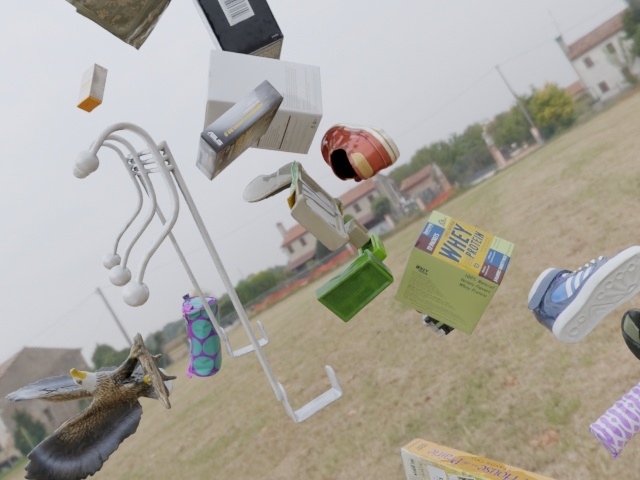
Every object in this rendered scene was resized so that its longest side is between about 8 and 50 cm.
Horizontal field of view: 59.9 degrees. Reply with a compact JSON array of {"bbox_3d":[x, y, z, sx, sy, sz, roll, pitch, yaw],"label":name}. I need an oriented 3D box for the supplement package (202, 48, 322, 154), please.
[{"bbox_3d":[-0.159,-0.363,1.479,0.293,0.177,0.175,5,-28,-14],"label":"supplement package"}]

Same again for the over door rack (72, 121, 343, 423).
[{"bbox_3d":[-0.142,0.043,0.573,0.108,0.324,0.239,-40,20,-16],"label":"over door rack"}]

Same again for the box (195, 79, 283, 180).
[{"bbox_3d":[-0.182,-0.231,1.204,0.183,0.056,0.231,-44,5,-17],"label":"box"}]

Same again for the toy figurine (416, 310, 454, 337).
[{"bbox_3d":[0.386,0.176,1.678,0.213,0.148,0.209,-40,-12,-6],"label":"toy figurine"}]

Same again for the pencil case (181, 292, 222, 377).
[{"bbox_3d":[-0.217,0.174,1.015,0.070,0.151,0.064,-20,28,-39],"label":"pencil case"}]

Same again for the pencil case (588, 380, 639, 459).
[{"bbox_3d":[0.735,0.412,1.308,0.206,0.088,0.086,-40,-13,1],"label":"pencil case"}]

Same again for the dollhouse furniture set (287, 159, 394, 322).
[{"bbox_3d":[0.000,0.000,1.234,0.151,0.301,0.197,-41,25,18],"label":"dollhouse furniture set"}]

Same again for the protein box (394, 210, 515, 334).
[{"bbox_3d":[0.303,0.075,1.281,0.136,0.200,0.201,-54,-17,-38],"label":"protein box"}]

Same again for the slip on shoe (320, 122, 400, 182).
[{"bbox_3d":[0.057,-0.183,1.200,0.101,0.123,0.331,-40,18,-8],"label":"slip on shoe"}]

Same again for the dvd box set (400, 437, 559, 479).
[{"bbox_3d":[0.330,0.529,0.941,0.062,0.307,0.420,-18,6,-35],"label":"dvd box set"}]

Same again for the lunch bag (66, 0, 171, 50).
[{"bbox_3d":[-0.404,-0.548,1.142,0.235,0.169,0.287,-54,7,6],"label":"lunch bag"}]

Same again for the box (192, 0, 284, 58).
[{"bbox_3d":[-0.251,-0.658,1.634,0.183,0.296,0.294,-27,8,-4],"label":"box"}]

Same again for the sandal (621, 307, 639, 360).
[{"bbox_3d":[0.789,0.232,1.165,0.086,0.120,0.303,-17,29,-41],"label":"sandal"}]

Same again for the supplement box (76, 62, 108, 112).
[{"bbox_3d":[-0.542,-0.362,1.320,0.062,0.098,0.036,-17,-27,39],"label":"supplement box"}]

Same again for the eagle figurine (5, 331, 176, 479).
[{"bbox_3d":[-0.473,0.332,1.167,0.298,0.225,0.226,-36,16,-1],"label":"eagle figurine"}]

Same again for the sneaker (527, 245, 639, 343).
[{"bbox_3d":[0.693,0.099,1.486,0.323,0.130,0.236,-53,22,18],"label":"sneaker"}]

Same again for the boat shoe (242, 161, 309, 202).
[{"bbox_3d":[-0.115,-0.137,1.435,0.206,0.075,0.065,-21,-33,35],"label":"boat shoe"}]
